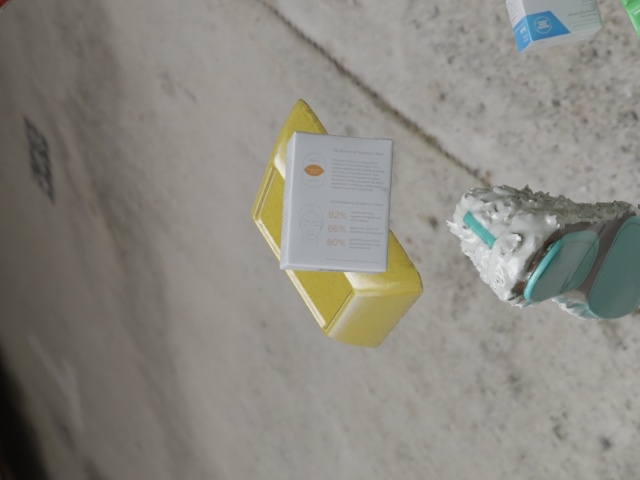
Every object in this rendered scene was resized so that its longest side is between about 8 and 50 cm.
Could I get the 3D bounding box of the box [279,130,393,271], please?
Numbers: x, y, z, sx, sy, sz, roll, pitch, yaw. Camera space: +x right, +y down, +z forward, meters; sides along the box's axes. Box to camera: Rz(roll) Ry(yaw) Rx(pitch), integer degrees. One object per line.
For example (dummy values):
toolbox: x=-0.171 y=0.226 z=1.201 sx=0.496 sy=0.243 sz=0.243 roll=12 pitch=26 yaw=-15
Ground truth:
box: x=0.020 y=-0.046 z=1.659 sx=0.091 sy=0.130 sz=0.170 roll=148 pitch=126 yaw=-81

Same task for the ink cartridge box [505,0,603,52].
ink cartridge box: x=0.297 y=-0.351 z=1.724 sx=0.060 sy=0.104 sz=0.180 roll=130 pitch=127 yaw=-80

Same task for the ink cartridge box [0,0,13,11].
ink cartridge box: x=-0.366 y=-0.134 z=0.807 sx=0.309 sy=0.272 sz=0.130 roll=16 pitch=146 yaw=52

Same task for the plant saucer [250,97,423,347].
plant saucer: x=0.000 y=0.000 z=1.951 sx=0.333 sy=0.081 sz=0.333 roll=57 pitch=161 yaw=12

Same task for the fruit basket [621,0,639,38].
fruit basket: x=0.552 y=-0.301 z=1.566 sx=0.327 sy=0.353 sz=0.165 roll=56 pitch=-156 yaw=-30

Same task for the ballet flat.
ballet flat: x=0.257 y=-0.002 z=1.395 sx=0.147 sy=0.409 sz=0.147 roll=-4 pitch=82 yaw=28
